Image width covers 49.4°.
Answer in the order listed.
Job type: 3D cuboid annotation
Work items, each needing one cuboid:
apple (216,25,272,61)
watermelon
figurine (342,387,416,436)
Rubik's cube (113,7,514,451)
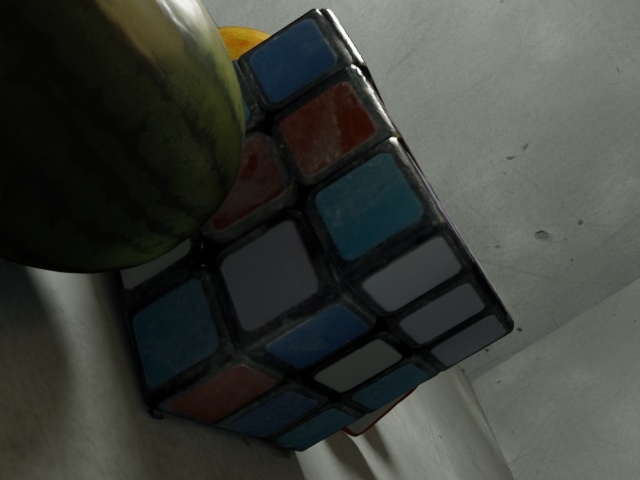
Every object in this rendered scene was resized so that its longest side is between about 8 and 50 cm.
[{"bbox_3d":[-0.183,-0.311,1.427,0.264,0.264,0.264,54,9,-13],"label":"apple"},{"bbox_3d":[-0.222,-0.135,0.545,0.359,0.278,0.279,54,9,-30],"label":"watermelon"},{"bbox_3d":[0.030,0.186,1.221,0.183,0.160,0.226,49,2,-41],"label":"figurine"},{"bbox_3d":[-0.017,0.012,0.851,0.362,0.363,0.359,50,14,-55],"label":"Rubik's cube"}]
